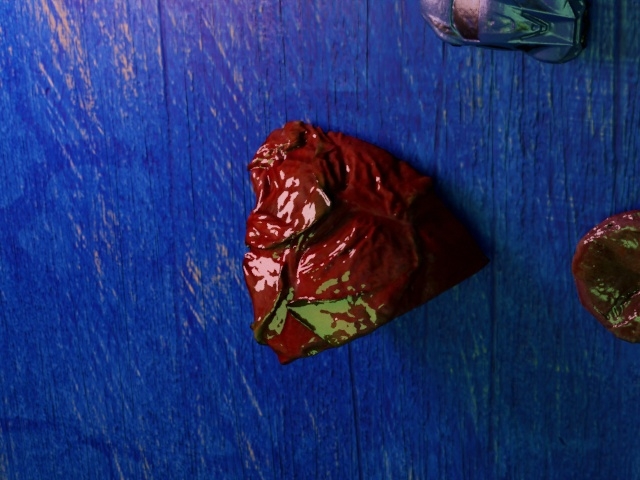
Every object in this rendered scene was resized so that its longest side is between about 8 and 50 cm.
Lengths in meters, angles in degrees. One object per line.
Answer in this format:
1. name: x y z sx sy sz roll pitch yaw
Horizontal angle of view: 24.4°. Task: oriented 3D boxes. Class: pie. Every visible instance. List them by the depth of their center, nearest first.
1. pie: 0.396 0.046 1.820 0.182 0.049 0.182 13 121 22

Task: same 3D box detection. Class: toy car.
1. toy car: 0.215 -0.270 1.773 0.216 0.063 0.103 12 117 24

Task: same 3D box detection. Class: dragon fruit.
1. dragon fruit: 0.000 0.000 1.965 0.330 0.302 0.240 55 159 16
